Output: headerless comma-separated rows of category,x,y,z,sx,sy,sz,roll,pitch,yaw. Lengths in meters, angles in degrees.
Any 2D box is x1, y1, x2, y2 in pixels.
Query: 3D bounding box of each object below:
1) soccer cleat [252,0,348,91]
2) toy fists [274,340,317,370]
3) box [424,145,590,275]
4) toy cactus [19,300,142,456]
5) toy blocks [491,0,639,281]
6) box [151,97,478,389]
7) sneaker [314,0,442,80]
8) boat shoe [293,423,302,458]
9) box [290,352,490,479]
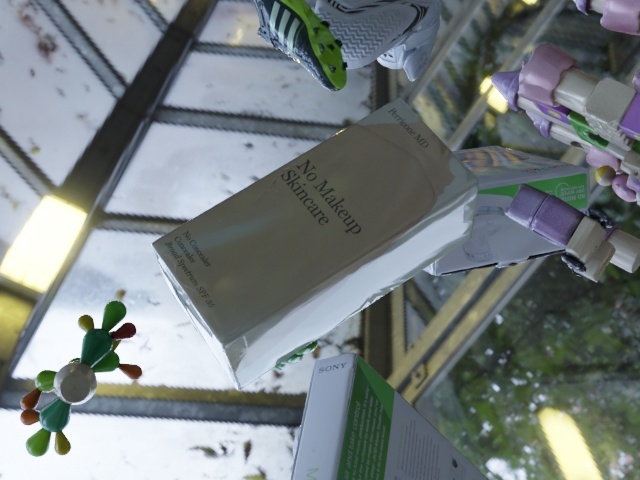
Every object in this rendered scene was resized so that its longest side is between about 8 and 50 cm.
soccer cleat,-0.030,-0.245,1.098,0.060,0.072,0.179,-21,-103,-53
toy fists,-0.037,0.100,1.596,0.142,0.279,0.096,36,-165,11
box,0.221,-0.050,1.367,0.261,0.127,0.231,-9,-163,-22
toy cactus,-0.294,0.179,1.131,0.112,0.219,0.180,41,170,-9
toy blocks,0.294,-0.139,1.088,0.260,0.309,0.288,32,-177,29
box,0.000,0.000,0.965,0.311,0.121,0.148,-33,-117,-15
sneaker,0.092,-0.302,1.320,0.137,0.210,0.366,22,-131,13
boat shoe,0.094,0.396,1.444,0.156,0.367,0.136,23,-118,38
box,0.081,0.290,0.900,0.322,0.058,0.232,48,-139,-37
